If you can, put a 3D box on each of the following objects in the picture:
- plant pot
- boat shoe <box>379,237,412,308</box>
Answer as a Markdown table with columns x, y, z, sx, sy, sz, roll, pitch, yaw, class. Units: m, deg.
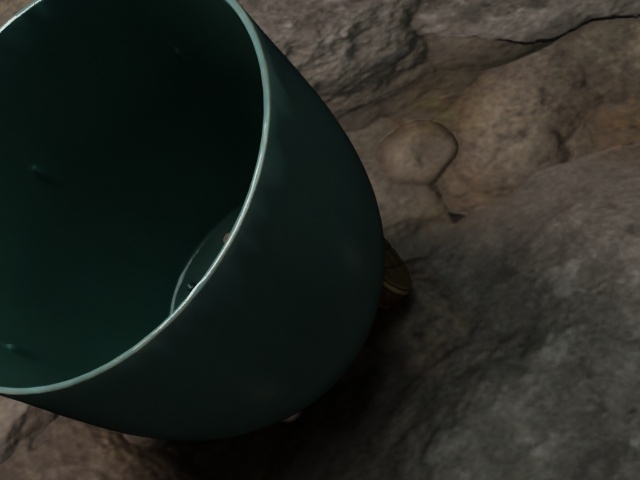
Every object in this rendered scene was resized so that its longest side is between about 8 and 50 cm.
| x | y | z | sx | sy | sz | roll | pitch | yaw | class |
| --- | --- | --- | --- | --- | --- | --- | --- | --- | --- |
| -0.092 | -0.001 | 1.299 | 0.293 | 0.235 | 0.293 | -15 | 60 | 28 | plant pot |
| 0.000 | 0.000 | 1.434 | 0.178 | 0.064 | 0.060 | 44 | 104 | 37 | boat shoe |
